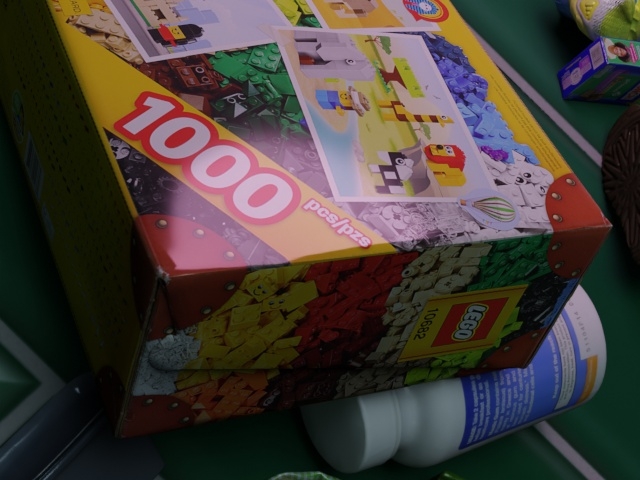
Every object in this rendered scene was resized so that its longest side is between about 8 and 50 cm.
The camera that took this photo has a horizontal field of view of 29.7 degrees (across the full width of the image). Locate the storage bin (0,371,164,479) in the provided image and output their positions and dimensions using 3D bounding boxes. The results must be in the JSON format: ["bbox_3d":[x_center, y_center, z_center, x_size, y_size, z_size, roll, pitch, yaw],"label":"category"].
[{"bbox_3d":[-0.200,0.186,0.991,0.135,0.098,0.091,-46,118,-35],"label":"storage bin"}]

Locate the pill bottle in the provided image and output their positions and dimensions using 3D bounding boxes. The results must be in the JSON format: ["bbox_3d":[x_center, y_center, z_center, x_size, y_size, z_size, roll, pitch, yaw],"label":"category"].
[{"bbox_3d":[0.121,0.122,1.130,0.272,0.152,0.152,-14,73,-31],"label":"pill bottle"}]

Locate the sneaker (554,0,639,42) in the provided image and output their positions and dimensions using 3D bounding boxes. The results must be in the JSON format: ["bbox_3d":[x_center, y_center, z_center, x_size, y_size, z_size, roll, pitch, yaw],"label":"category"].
[{"bbox_3d":[0.374,-0.284,1.486,0.240,0.091,0.126,11,29,-46],"label":"sneaker"}]

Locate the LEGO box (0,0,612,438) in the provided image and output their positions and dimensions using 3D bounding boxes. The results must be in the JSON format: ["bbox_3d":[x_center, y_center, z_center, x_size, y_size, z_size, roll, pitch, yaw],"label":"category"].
[{"bbox_3d":[-0.054,-0.108,1.042,0.372,0.193,0.500,-7,50,-27],"label":"LEGO box"}]

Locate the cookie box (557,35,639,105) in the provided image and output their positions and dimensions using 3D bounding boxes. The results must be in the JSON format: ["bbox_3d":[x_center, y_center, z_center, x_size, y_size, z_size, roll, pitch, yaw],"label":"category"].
[{"bbox_3d":[0.353,-0.199,1.435,0.107,0.092,0.040,2,68,-25],"label":"cookie box"}]

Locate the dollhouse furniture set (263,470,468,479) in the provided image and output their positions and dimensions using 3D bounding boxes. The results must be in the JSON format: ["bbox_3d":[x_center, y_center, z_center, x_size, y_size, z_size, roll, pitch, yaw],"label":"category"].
[{"bbox_3d":[0.070,0.228,1.027,0.301,0.197,0.151,27,59,-12],"label":"dollhouse furniture set"}]

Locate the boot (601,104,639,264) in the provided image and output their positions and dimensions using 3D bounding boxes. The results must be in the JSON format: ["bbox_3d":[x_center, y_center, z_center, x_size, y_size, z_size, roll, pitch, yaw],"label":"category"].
[{"bbox_3d":[0.464,-0.020,1.410,0.269,0.089,0.236,18,52,-24],"label":"boot"}]
